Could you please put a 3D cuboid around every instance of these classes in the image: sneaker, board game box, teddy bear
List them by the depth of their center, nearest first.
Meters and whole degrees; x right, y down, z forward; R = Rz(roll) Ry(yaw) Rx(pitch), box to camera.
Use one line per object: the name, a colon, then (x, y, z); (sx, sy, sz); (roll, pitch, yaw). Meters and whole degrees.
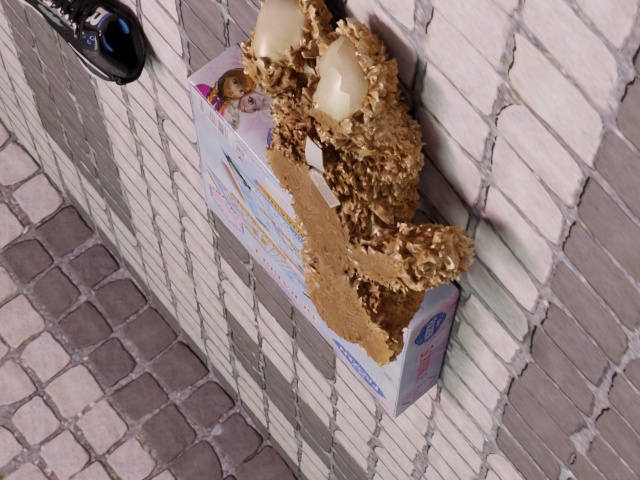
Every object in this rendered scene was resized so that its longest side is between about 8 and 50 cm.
teddy bear: (0.035, -0.060, 1.523); (0.245, 0.113, 0.338); (21, 140, 54)
board game box: (0.000, 0.000, 1.850); (0.318, 0.066, 0.318); (49, 167, 14)
sneaker: (-0.265, -0.264, 2.076); (0.217, 0.079, 0.121); (48, 167, -22)
